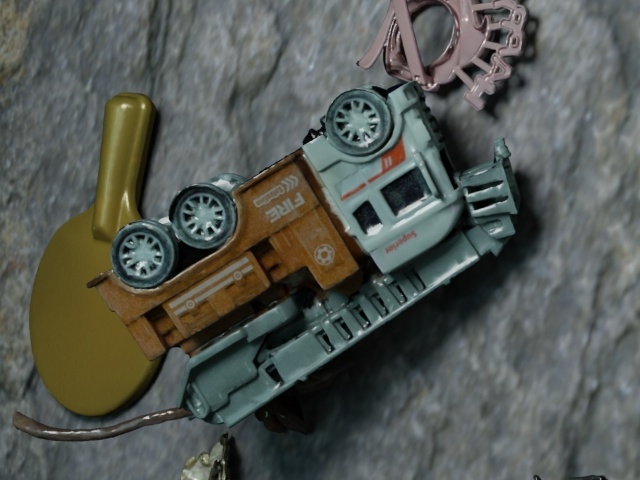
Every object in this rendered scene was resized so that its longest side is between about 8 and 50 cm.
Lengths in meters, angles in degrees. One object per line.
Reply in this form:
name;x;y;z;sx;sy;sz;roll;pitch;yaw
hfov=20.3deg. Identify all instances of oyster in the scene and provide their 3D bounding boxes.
oyster;-0.090;0.268;1.591;0.106;0.061;0.199;-22;63;59

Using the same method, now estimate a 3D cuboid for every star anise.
star anise;-0.119;0.114;1.533;0.218;0.227;0.148;-16;85;53

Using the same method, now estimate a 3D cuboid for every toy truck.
toy truck;0.000;0.000;1.441;0.338;0.133;0.184;-31;92;9

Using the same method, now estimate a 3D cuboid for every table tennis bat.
table tennis bat;-0.209;0.013;1.752;0.198;0.050;0.320;11;93;44

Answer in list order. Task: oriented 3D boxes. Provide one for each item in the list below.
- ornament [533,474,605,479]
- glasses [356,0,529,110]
ornament;0.160;0.216;1.363;0.125;0.028;0.073;-10;75;41
glasses;0.104;-0.234;1.470;0.162;0.095;0.255;4;87;40
